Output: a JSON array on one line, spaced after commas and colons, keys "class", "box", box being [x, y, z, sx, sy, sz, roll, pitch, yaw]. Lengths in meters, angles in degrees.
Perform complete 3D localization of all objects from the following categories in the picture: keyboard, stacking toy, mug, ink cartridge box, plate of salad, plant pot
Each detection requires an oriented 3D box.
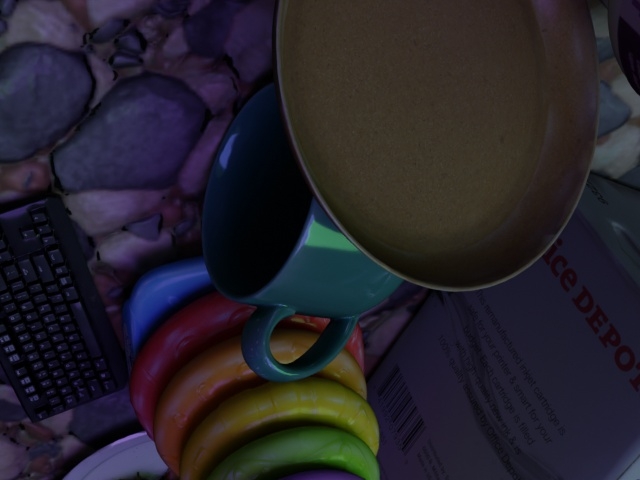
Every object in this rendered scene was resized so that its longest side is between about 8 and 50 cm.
[{"class": "keyboard", "box": [-0.196, 0.053, 0.683, 0.108, 0.023, 0.180, -16, 132, -7]}, {"class": "stacking toy", "box": [-0.018, 0.154, 0.645, 0.166, 0.301, 0.175, -10, 132, -13]}, {"class": "mug", "box": [-0.002, -0.008, 0.626, 0.097, 0.129, 0.157, 14, 110, -33]}, {"class": "ink cartridge box", "box": [0.155, 0.132, 0.746, 0.129, 0.223, 0.307, 14, 123, -31]}, {"class": "plate of salad", "box": [-0.117, 0.219, 0.838, 0.200, 0.048, 0.199, -11, 133, -12]}, {"class": "plant pot", "box": [0.065, -0.091, 0.569, 0.236, 0.032, 0.236, 0, 89, -37]}]

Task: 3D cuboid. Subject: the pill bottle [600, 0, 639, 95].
[{"class": "pill bottle", "box": [0.250, -0.104, 0.526, 0.169, 0.301, 0.169, -11, 132, -13]}]
